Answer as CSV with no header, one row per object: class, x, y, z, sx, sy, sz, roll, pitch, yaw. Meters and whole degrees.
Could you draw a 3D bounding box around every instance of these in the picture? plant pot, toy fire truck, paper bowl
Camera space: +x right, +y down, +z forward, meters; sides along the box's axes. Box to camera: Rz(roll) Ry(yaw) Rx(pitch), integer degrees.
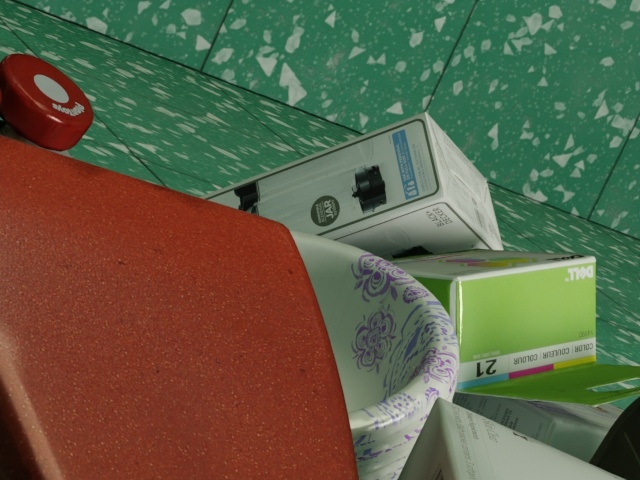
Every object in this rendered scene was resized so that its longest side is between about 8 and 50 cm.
plant pot,-0.131,0.132,0.905,0.267,0.267,0.236,17,24,-38
toy fire truck,-0.287,-0.031,1.638,0.254,0.169,0.302,51,22,25
paper bowl,-0.054,0.114,1.275,0.284,0.148,0.284,6,28,-3

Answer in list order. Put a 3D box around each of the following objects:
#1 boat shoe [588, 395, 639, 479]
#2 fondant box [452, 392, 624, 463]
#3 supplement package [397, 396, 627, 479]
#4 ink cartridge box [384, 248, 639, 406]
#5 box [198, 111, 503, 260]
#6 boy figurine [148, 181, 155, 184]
boat shoe,0.270,0.188,1.421,0.104,0.307,0.110,4,61,-28
fondant box,0.176,0.172,1.698,0.238,0.096,0.330,17,5,-35
supplement package,0.093,0.232,1.011,0.145,0.204,0.262,25,10,-5
ink cartridge box,0.169,0.065,1.503,0.255,0.097,0.189,3,6,44
box,0.000,0.000,1.683,0.169,0.290,0.087,38,35,-58
boy figurine,-0.156,-0.009,1.850,0.285,0.092,0.177,19,-24,-1
